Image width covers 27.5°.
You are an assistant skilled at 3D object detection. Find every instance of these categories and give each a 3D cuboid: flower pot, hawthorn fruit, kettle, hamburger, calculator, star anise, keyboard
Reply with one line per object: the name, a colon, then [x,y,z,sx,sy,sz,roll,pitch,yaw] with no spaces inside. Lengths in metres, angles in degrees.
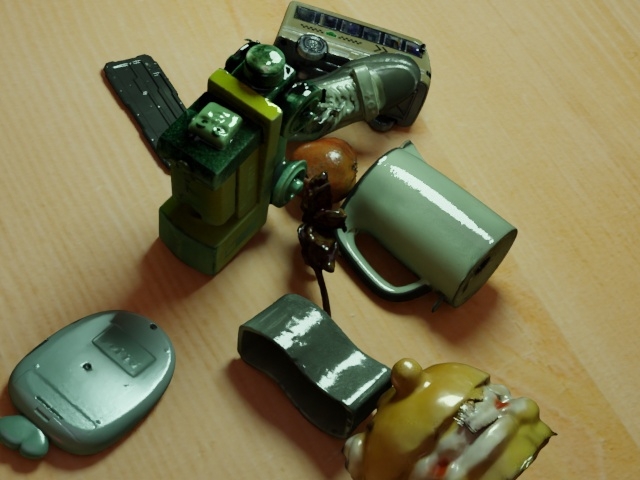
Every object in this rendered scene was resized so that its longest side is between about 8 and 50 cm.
flower pot: [-0.009,0.185,1.955,0.229,0.103,0.108,41,51,17]
hawthorn fruit: [0.005,-0.116,2.195,0.128,0.128,0.128,9,50,-11]
kettle: [0.157,-0.010,2.143,0.255,0.165,0.240,40,80,14]
hamburger: [0.168,0.287,1.830,0.237,0.276,0.276,44,52,12]
calculator: [-0.333,0.205,1.869,0.185,0.041,0.299,40,50,14]
star anise: [0.003,0.002,2.058,0.073,0.177,0.233,-5,54,-12]
keyboard: [-0.276,-0.221,2.250,0.106,0.016,0.262,-19,61,-30]

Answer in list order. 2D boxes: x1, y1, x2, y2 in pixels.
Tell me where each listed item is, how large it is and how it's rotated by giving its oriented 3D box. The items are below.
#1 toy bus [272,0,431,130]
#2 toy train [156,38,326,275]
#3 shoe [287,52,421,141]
toy bus: [0.054,-0.318,2.361,0.290,0.139,0.157,16,49,-3]
toy train: [-0.130,-0.124,1.989,0.160,0.397,0.253,36,63,13]
shoe: [0.029,-0.229,2.215,0.293,0.109,0.149,-15,21,10]
